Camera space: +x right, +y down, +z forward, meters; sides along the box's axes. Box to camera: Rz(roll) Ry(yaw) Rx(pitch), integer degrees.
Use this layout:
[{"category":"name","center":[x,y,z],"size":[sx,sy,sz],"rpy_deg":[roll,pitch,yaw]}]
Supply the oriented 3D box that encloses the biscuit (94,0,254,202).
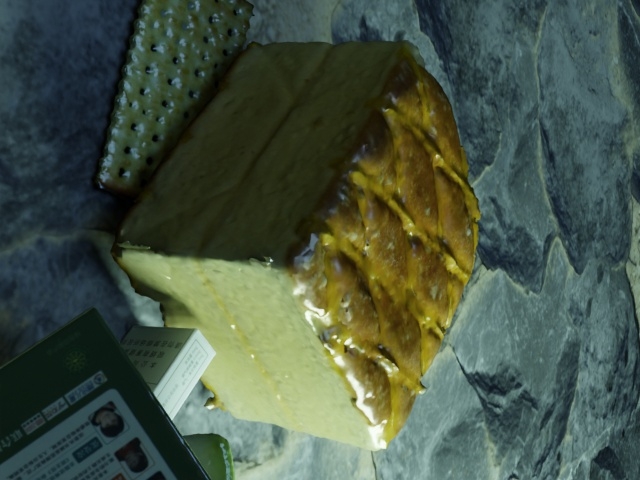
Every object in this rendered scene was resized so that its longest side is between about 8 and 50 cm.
[{"category":"biscuit","center":[-0.128,-0.137,0.924],"size":[0.139,0.016,0.232],"rpy_deg":[25,72,-50]}]

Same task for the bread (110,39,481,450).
[{"category":"bread","center":[0.000,0.000,0.927],"size":[0.279,0.207,0.279],"rpy_deg":[-59,138,-35]}]

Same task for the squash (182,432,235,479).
[{"category":"squash","center":[-0.175,0.266,0.791],"size":[0.236,0.155,0.204],"rpy_deg":[-11,83,-13]}]

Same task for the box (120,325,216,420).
[{"category":"box","center":[-0.160,0.139,0.835],"size":[0.154,0.083,0.040],"rpy_deg":[-57,132,-35]}]

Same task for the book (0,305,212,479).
[{"category":"book","center":[-0.170,0.211,0.709],"size":[0.202,0.027,0.264],"rpy_deg":[-34,90,-17]}]
